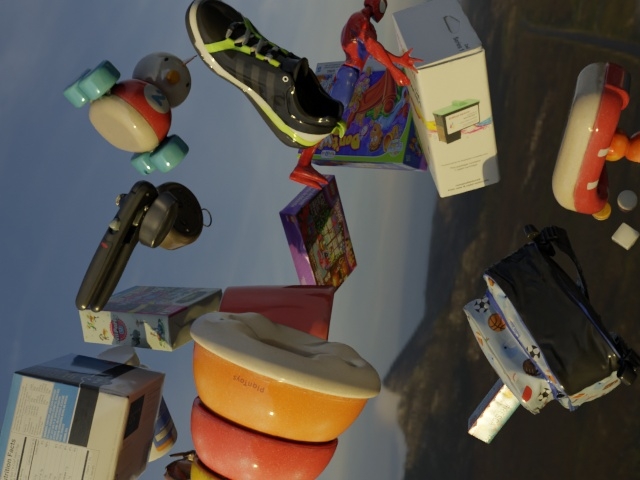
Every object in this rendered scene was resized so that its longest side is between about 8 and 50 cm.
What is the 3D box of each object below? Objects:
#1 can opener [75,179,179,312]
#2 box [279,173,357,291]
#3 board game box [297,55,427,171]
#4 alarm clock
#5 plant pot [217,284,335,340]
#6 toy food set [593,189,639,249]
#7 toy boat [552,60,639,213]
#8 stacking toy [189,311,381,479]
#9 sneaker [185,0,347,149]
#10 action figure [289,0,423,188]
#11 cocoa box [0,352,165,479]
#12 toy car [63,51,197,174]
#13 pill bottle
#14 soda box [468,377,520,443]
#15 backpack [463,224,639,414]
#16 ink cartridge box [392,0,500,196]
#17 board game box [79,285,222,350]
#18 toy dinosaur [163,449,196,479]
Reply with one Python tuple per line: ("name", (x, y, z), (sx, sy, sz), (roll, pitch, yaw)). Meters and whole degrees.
("can opener", (-0.252, 0.009, 1.049), (0.186, 0.073, 0.059), (-55, -40, 2))
("box", (0.000, 0.000, 2.205), (0.201, 0.057, 0.293), (-48, -47, -43))
("board game box", (0.107, -0.280, 1.861), (0.078, 0.347, 0.233), (14, -93, -41))
("alarm clock", (-0.275, -0.050, 1.650), (0.192, 0.064, 0.129), (3, -109, -59))
("plant pot", (-0.104, 0.215, 1.867), (0.275, 0.243, 0.274), (8, -90, -87))
("toy food set", (0.685, -0.019, 1.765), (0.111, 0.232, 0.104), (-55, -21, 5))
("toy boat", (0.431, -0.140, 1.231), (0.231, 0.151, 0.151), (92, -163, -45))
("stacking toy", (-0.124, 0.388, 1.482), (0.350, 0.351, 0.479), (3, -73, -84))
("sneaker", (-0.054, -0.212, 1.005), (0.097, 0.235, 0.084), (-22, 30, 48))
("action figure", (0.065, -0.198, 1.144), (0.091, 0.139, 0.280), (165, 123, -80))
("cocoa box", (-0.477, 0.374, 1.703), (0.347, 0.228, 0.231), (64, -142, -88))
("toy car", (-0.310, -0.282, 1.574), (0.238, 0.219, 0.210), (-51, 24, -19))
("pill bottle", (-0.465, 0.400, 2.069), (0.152, 0.152, 0.271), (-72, -31, -64))
("soda box", (0.427, 0.399, 2.021), (0.183, 0.063, 0.058), (-60, 2, 27))
("backpack", (0.365, 0.154, 1.325), (0.263, 0.213, 0.276), (32, -150, -58))
("ink cartridge box", (0.220, -0.250, 1.460), (0.201, 0.117, 0.278), (-102, -5, -48))
("board game box", (-0.433, 0.194, 2.172), (0.224, 0.304, 0.097), (-25, -69, -56))
("toy dinosaur", (-0.276, 0.515, 1.808), (0.200, 0.127, 0.295), (55, 179, 25))
